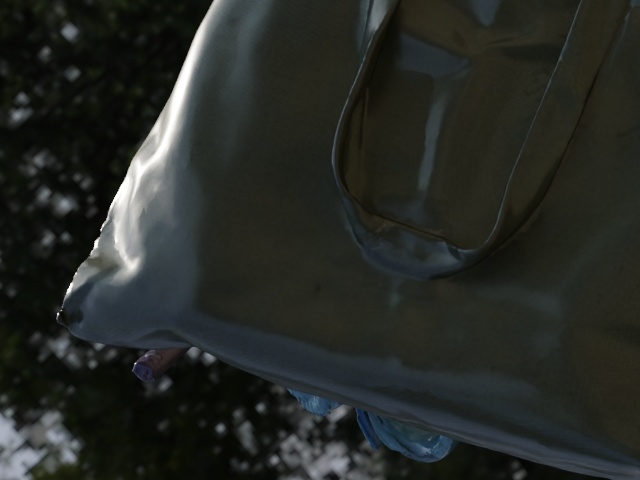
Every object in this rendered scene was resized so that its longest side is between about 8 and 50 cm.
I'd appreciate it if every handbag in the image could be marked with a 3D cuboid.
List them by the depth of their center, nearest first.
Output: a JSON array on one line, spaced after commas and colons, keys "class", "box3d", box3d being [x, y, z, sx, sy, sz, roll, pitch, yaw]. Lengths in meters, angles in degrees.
[{"class": "handbag", "box3d": [0.061, -0.027, 0.813, 0.316, 0.253, 0.109, 17, 175, 21]}]

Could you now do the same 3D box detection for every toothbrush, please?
[{"class": "toothbrush", "box3d": [-0.079, 0.047, 1.598, 0.024, 0.029, 0.354, 18, -155, 16]}]

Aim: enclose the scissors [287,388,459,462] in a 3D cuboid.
[{"class": "scissors", "box3d": [0.000, 0.000, 1.161, 0.032, 0.180, 0.393, -46, -43, -33]}]
